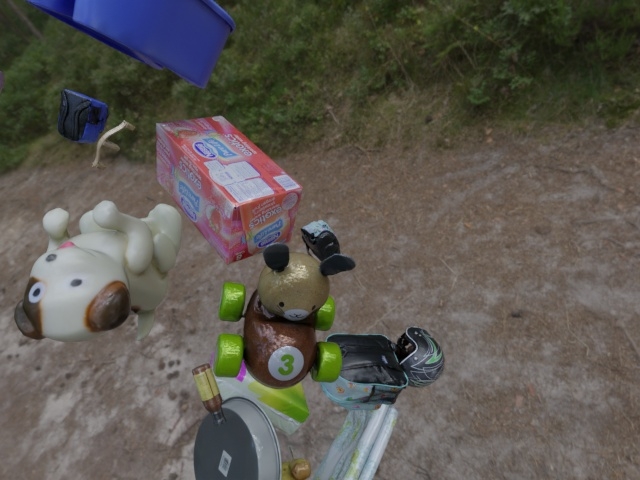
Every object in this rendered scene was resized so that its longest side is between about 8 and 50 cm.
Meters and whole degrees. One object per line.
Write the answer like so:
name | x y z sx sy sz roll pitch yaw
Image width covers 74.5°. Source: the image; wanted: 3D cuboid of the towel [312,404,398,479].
towel | 0.099 0.689 1.352 0.374 0.090 0.320 -58 -1 -26

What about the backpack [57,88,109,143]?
backpack | -0.619 -0.316 1.104 0.098 0.101 0.120 24 101 15

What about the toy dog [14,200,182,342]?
toy dog | -0.540 0.095 1.021 0.285 0.395 0.408 3 10 -2

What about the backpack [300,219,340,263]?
backpack | 0.000 0.000 1.583 0.115 0.152 0.182 -23 30 -15

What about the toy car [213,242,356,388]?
toy car | -0.033 0.075 0.504 0.188 0.155 0.149 117 155 -44

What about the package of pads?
package of pads | -0.186 0.415 1.238 0.101 0.296 0.229 -54 13 2

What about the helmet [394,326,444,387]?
helmet | 0.293 0.363 1.278 0.169 0.169 0.161 -25 41 12

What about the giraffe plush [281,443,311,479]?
giraffe plush | -0.127 0.726 1.239 0.170 0.181 0.210 -5 32 -31

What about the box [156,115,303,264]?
box | -0.192 -0.112 0.835 0.154 0.142 0.300 -21 51 -38

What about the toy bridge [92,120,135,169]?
toy bridge | -0.686 -0.311 1.366 0.026 0.063 0.188 44 98 25

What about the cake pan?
cake pan | -0.214 0.534 1.021 0.293 0.054 0.293 -9 75 39

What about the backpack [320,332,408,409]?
backpack | 0.083 0.305 0.985 0.144 0.188 0.166 -61 28 30

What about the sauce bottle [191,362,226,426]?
sauce bottle | -0.232 0.325 0.885 0.042 0.128 0.042 -19 -4 -1

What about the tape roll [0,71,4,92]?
tape roll | -1.046 -0.408 1.205 0.275 0.090 0.275 -40 28 26

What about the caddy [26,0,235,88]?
caddy | -0.295 -0.400 0.696 0.241 0.341 0.179 28 100 16
